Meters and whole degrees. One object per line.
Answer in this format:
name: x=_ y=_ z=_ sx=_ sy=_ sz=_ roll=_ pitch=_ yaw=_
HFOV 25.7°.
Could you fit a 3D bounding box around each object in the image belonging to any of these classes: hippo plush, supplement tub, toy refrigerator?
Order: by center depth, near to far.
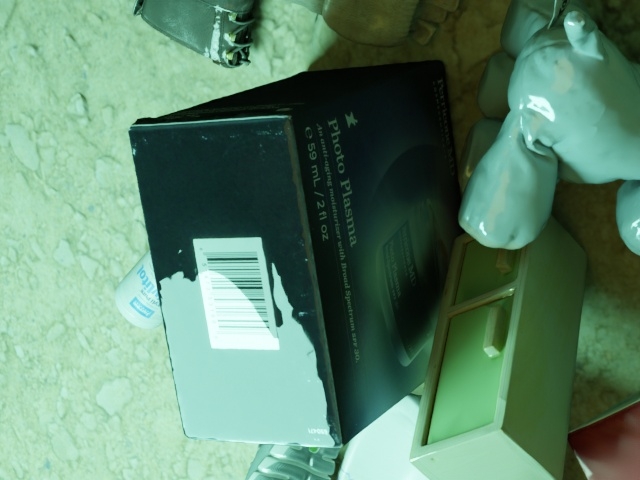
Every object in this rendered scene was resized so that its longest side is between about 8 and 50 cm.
hippo plush: x=0.268 y=-0.110 z=1.196 sx=0.237 sy=0.234 sz=0.294 roll=16 pitch=134 yaw=-5
toy refrigerator: x=0.161 y=0.097 z=1.251 sx=0.102 sy=0.269 sz=0.094 roll=-25 pitch=123 yaw=37
supplement tub: x=-0.177 y=0.044 z=1.578 sx=0.071 sy=0.071 sz=0.107 roll=50 pitch=124 yaw=9

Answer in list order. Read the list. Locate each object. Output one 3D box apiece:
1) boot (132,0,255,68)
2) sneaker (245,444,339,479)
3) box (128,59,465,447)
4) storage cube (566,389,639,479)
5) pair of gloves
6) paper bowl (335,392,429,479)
boot: x=-0.071 y=-0.279 z=1.408 sx=0.263 sy=0.091 sz=0.229 roll=25 pitch=124 yaw=25
sneaker: x=-0.036 y=0.216 z=1.507 sx=0.228 sy=0.086 sz=0.132 roll=-60 pitch=25 yaw=2
box: x=0.000 y=0.000 z=1.312 sx=0.183 sy=0.294 sz=0.296 roll=-1 pitch=105 yaw=31
storage cube: x=0.362 y=0.196 z=1.200 sx=0.184 sy=0.215 sz=0.193 roll=-34 pitch=79 yaw=36
pair of gloves: x=0.056 y=-0.289 z=1.273 sx=0.204 sy=0.042 sz=0.240 roll=19 pitch=122 yaw=-15
paper bowl: x=0.118 y=0.298 z=1.375 sx=0.148 sy=0.284 sz=0.284 roll=12 pitch=120 yaw=-17
